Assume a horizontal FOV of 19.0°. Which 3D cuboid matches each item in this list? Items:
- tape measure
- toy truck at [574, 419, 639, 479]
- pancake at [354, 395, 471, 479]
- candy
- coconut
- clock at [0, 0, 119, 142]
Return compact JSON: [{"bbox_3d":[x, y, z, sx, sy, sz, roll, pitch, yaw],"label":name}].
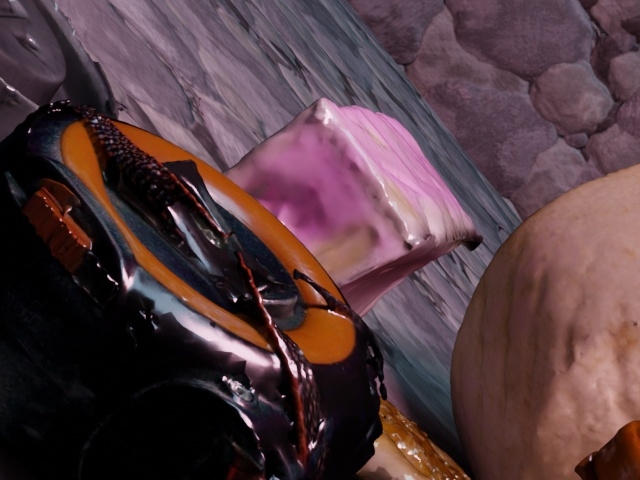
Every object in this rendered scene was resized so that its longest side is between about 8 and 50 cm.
[{"bbox_3d":[-0.071,0.040,0.846,0.223,0.135,0.202,47,19,9],"label":"tape measure"},{"bbox_3d":[0.145,0.239,0.868,0.211,0.204,0.288,48,17,-20],"label":"toy truck"},{"bbox_3d":[0.073,0.154,1.145,0.282,0.049,0.282,38,-1,0],"label":"pancake"},{"bbox_3d":[0.000,0.000,1.226,0.116,0.155,0.265,56,11,6],"label":"candy"},{"bbox_3d":[0.297,0.121,1.435,0.415,0.415,0.345,-106,175,-66],"label":"coconut"},{"bbox_3d":[-0.223,-0.146,1.071,0.280,0.055,0.280,49,10,-12],"label":"clock"}]
